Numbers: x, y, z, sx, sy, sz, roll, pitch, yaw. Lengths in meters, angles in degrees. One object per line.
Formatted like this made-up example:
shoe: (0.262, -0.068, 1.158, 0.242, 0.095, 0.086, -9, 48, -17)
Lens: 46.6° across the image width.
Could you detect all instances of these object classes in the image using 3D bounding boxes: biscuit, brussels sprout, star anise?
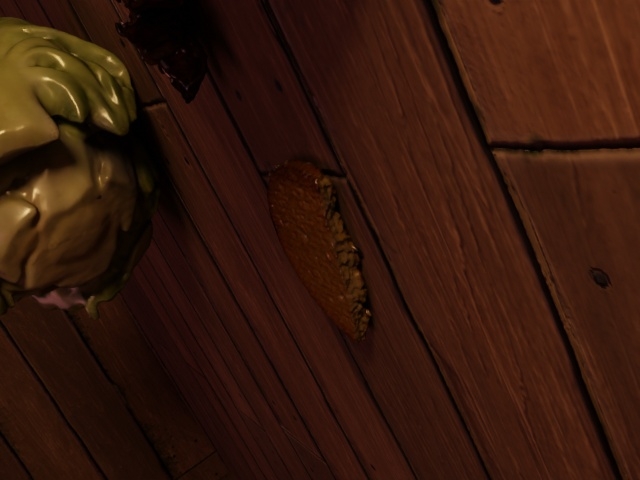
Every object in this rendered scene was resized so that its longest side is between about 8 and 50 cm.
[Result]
biscuit: (-0.005, 0.001, 0.711, 0.126, 0.025, 0.206, 36, 150, 44)
brussels sprout: (-0.429, -0.107, 1.050, 0.361, 0.342, 0.425, 39, 144, 23)
star anise: (-0.155, -0.218, 0.641, 0.177, 0.073, 0.234, 58, 178, 20)
